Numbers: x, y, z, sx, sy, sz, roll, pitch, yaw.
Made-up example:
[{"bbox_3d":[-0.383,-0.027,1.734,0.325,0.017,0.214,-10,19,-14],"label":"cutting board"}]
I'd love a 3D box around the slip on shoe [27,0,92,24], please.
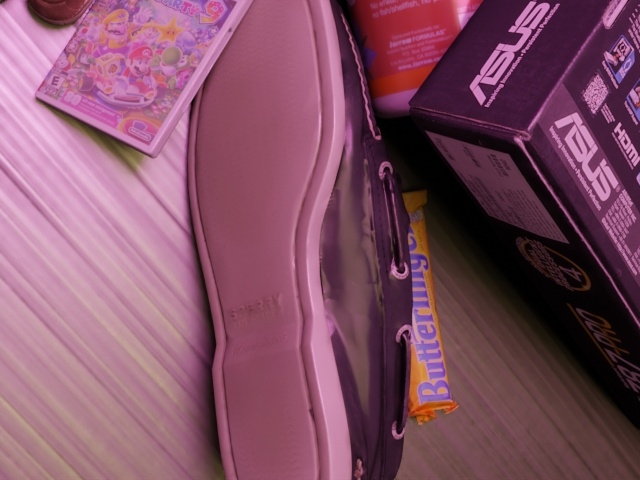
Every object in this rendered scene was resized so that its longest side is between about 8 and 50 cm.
[{"bbox_3d":[-0.133,-0.192,0.581,0.051,0.041,0.135,29,82,-6],"label":"slip on shoe"}]

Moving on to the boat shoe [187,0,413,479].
[{"bbox_3d":[0.003,0.000,0.609,0.113,0.127,0.340,5,74,-47],"label":"boat shoe"}]

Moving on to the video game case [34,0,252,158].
[{"bbox_3d":[-0.103,-0.118,0.590,0.087,0.011,0.122,27,80,17],"label":"video game case"}]

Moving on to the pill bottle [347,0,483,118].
[{"bbox_3d":[0.069,-0.192,0.622,0.121,0.121,0.216,-15,97,-20],"label":"pill bottle"}]

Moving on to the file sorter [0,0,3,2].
[{"bbox_3d":[-0.302,-0.147,0.451,0.277,0.173,0.193,-36,104,-17],"label":"file sorter"}]

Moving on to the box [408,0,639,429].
[{"bbox_3d":[0.260,-0.072,0.644,0.318,0.097,0.395,-53,130,-10],"label":"box"}]

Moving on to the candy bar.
[{"bbox_3d":[0.066,0.046,0.683,0.040,0.018,0.161,-11,95,-21],"label":"candy bar"}]
